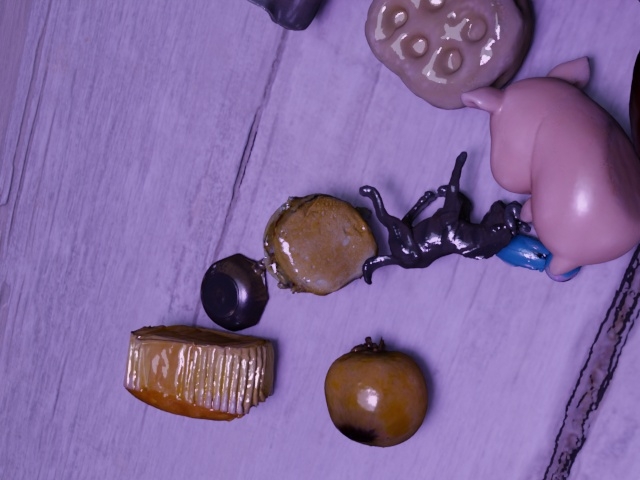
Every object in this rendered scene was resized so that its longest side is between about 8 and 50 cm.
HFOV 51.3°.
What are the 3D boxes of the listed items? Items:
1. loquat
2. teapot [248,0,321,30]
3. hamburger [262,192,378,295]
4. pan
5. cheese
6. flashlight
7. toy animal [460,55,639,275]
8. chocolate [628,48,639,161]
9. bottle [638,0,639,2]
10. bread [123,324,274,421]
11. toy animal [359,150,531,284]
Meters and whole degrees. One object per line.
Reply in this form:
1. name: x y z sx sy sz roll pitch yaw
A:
1. loquat: 0.078 0.220 0.951 0.163 0.137 0.163 9 101 49
2. teapot: 0.026 -0.490 0.907 0.344 0.253 0.300 -34 42 31
3. hamburger: 0.000 0.000 0.988 0.185 0.131 0.159 -31 94 -15
4. pan: -0.140 0.057 1.117 0.128 0.048 0.202 30 106 26
5. cheese: 0.170 -0.292 0.887 0.218 0.117 0.235 10 98 30
6. flashlight: 0.279 0.016 0.880 0.129 0.051 0.051 23 103 33
7. toy animal: 0.289 -0.090 0.794 0.250 0.166 0.154 65 147 21
8. chocolate: 0.474 -0.146 0.602 0.383 0.331 0.384 0 90 29
9. bottle: 0.454 -0.374 0.724 0.260 0.112 0.112 -31 77 27
10. bread: -0.199 0.213 1.086 0.250 0.179 0.133 4 86 21
11. toy animal: 0.154 -0.022 0.897 0.232 0.084 0.148 -19 57 15
